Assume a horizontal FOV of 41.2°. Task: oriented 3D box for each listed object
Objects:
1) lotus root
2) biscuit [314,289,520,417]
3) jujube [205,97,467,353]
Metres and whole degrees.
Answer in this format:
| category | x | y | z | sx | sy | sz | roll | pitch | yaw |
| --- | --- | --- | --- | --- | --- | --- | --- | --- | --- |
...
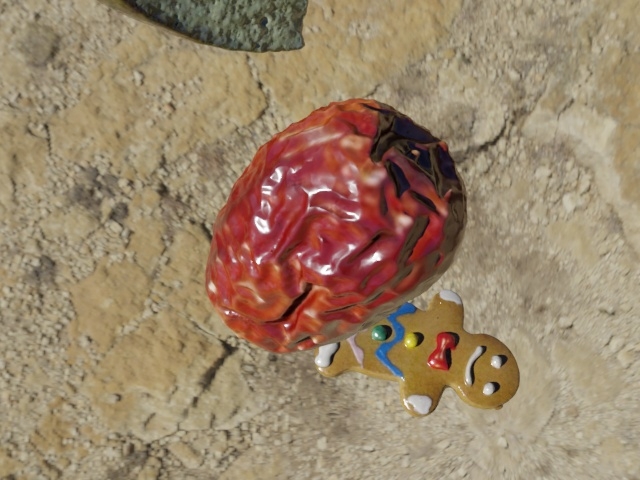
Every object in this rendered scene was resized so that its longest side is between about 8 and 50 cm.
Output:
| category | x | y | z | sx | sy | sz | roll | pitch | yaw |
| --- | --- | --- | --- | --- | --- | --- | --- | --- | --- |
| lotus root | -0.135 | -0.273 | 0.769 | 0.142 | 0.314 | 0.210 | -67 | 31 | 23 |
| biscuit | 0.104 | 0.107 | 0.859 | 0.205 | 0.031 | 0.138 | 22 | 65 | 5 |
| jujube | 0.000 | 0.000 | 0.475 | 0.176 | 0.109 | 0.112 | -42 | 74 | 43 |
